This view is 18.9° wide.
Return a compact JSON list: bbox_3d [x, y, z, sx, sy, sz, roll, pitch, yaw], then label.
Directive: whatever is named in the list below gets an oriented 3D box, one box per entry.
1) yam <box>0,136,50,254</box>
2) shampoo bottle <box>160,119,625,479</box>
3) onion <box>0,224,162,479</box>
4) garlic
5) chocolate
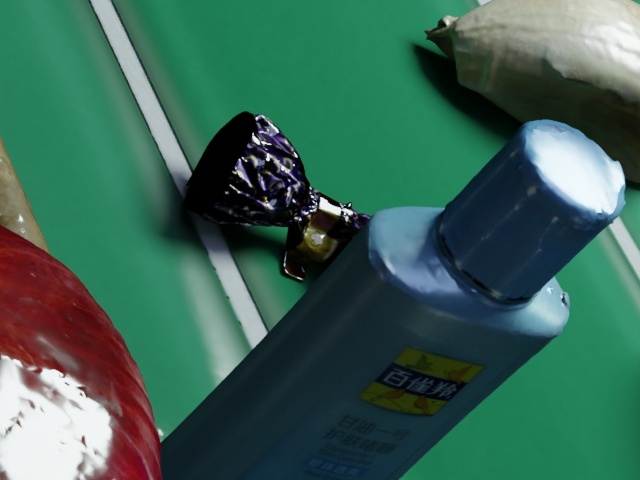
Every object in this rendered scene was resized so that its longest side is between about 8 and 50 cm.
[{"bbox_3d":[-0.113,0.081,0.835,0.327,0.045,0.045,65,11,26],"label":"yam"},{"bbox_3d":[0.030,0.046,0.816,0.104,0.258,0.061,16,44,-30],"label":"shampoo bottle"},{"bbox_3d":[-0.169,0.082,0.656,0.248,0.161,0.248,11,51,-14],"label":"onion"},{"bbox_3d":[0.170,-0.106,1.219,0.196,0.101,0.087,22,43,-25],"label":"garlic"},{"bbox_3d":[0.000,-0.002,1.014,0.147,0.070,0.072,41,26,-18],"label":"chocolate"}]
